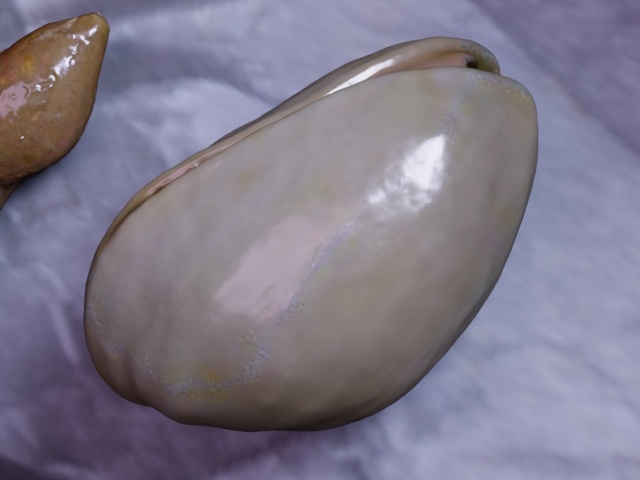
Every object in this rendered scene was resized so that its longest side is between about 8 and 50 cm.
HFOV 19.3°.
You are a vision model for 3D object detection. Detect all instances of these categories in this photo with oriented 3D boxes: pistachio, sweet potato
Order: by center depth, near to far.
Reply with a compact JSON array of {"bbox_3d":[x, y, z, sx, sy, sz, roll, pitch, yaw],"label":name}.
[{"bbox_3d":[0.000,0.000,0.684,0.185,0.124,0.124,-47,66,6],"label":"pistachio"},{"bbox_3d":[-0.161,-0.013,0.805,0.218,0.051,0.065,-53,52,11],"label":"sweet potato"}]
